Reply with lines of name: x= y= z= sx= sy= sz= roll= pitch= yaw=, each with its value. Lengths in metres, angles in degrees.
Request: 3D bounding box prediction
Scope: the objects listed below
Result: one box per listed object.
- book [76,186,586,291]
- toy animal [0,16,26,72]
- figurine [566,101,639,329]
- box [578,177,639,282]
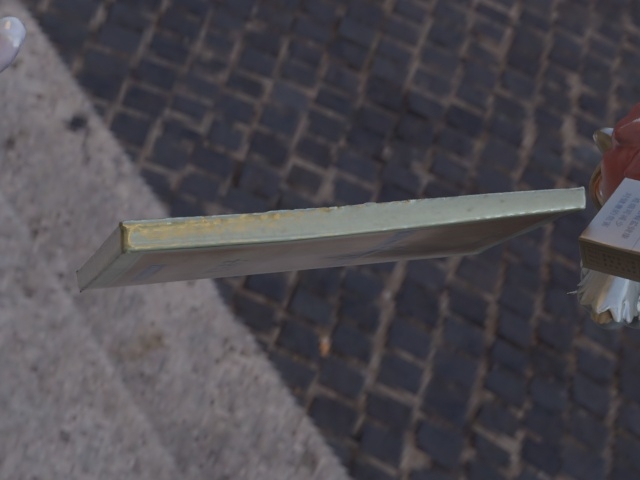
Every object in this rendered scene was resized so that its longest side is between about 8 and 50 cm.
book: x=0.000 y=0.001 z=0.985 sx=0.242 sy=0.170 sz=0.018 roll=-5 pitch=83 yaw=-15
toy animal: x=-0.253 y=-0.149 z=0.812 sx=0.138 sy=0.282 sz=0.140 roll=-36 pitch=27 yaw=-3
figurine: x=0.292 y=-0.042 z=1.558 sx=0.207 sy=0.387 sz=0.166 roll=-36 pitch=68 yaw=-16
box: x=0.180 y=0.000 z=0.935 sx=0.083 sy=0.024 sz=0.053 roll=18 pitch=50 yaw=33
